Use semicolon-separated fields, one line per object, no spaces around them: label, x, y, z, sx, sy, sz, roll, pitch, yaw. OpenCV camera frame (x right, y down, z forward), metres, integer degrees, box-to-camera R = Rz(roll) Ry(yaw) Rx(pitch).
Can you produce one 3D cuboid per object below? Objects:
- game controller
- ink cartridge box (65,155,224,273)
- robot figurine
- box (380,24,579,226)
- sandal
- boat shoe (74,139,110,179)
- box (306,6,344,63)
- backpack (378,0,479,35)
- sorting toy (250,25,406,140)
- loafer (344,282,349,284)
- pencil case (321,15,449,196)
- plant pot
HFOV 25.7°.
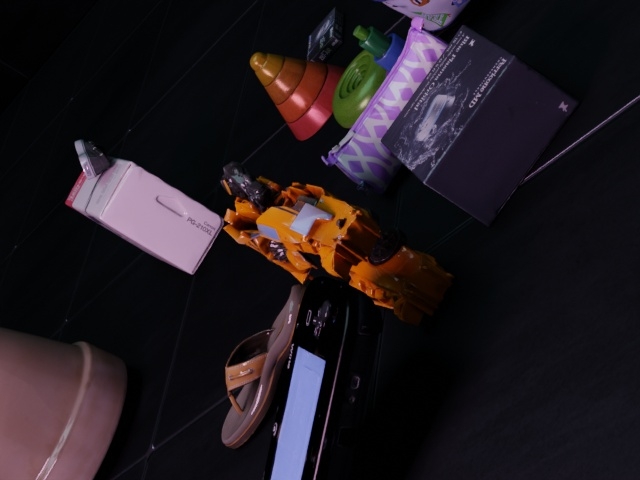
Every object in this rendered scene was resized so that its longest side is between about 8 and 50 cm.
game controller;-0.014;0.194;1.329;0.166;0.067;0.319;13;90;65
ink cartridge box;-0.270;-0.044;2.133;0.100;0.172;0.237;-60;22;-6
robot figurine;0.000;0.000;1.481;0.291;0.211;0.085;18;76;59
box;0.160;-0.122;1.440;0.156;0.093;0.158;-55;24;8
sandal;-0.073;0.138;1.601;0.090;0.060;0.219;-87;20;-59
boat shoe;-0.339;-0.124;2.101;0.040;0.049;0.142;-23;21;-5
box;0.007;-0.299;2.084;0.067;0.018;0.083;-44;26;33
backpack;0.143;-0.398;1.705;0.263;0.213;0.276;-59;22;28
sorting toy;0.010;-0.229;1.849;0.365;0.126;0.127;-6;55;64
loafer;0.009;0.095;1.529;0.056;0.050;0.148;-44;26;31
pencil case;0.087;-0.153;1.639;0.206;0.088;0.086;-57;24;2
plant pot;-0.479;0.249;1.993;0.323;0.280;0.323;-47;24;29
